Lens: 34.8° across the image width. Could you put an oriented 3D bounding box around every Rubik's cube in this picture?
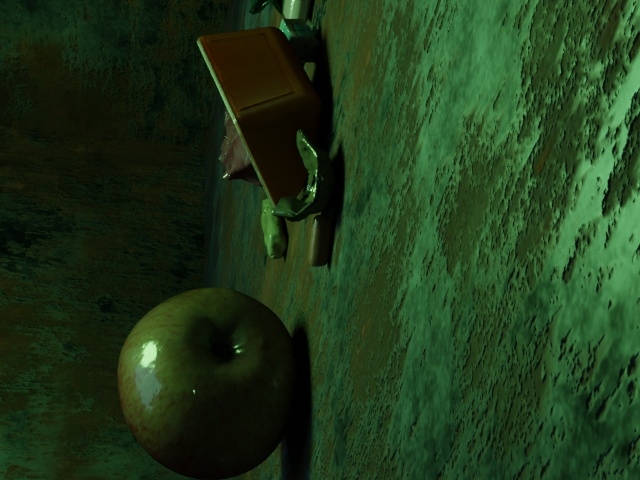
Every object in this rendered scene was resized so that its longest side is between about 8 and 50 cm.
[{"bbox_3d":[-0.038,-0.368,1.896,0.084,0.073,0.075,122,135,-58],"label":"Rubik's cube"}]

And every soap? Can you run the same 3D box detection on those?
[{"bbox_3d":[-0.135,-0.229,2.177,0.325,0.127,0.220,150,124,-76],"label":"soap"}]

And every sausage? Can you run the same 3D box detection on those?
[{"bbox_3d":[0.000,0.000,1.600,0.034,0.034,0.083,-131,46,-75],"label":"sausage"}]

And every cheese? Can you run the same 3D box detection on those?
[{"bbox_3d":[-0.099,-0.026,2.113,0.194,0.043,0.065,-106,25,-61],"label":"cheese"}]

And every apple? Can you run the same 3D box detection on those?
[{"bbox_3d":[-0.184,0.232,1.750,0.269,0.344,0.345,-44,37,41],"label":"apple"}]

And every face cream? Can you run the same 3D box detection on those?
[{"bbox_3d":[-0.036,-0.529,1.983,0.084,0.057,0.198,-105,23,-63],"label":"face cream"}]

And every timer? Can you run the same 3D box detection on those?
[{"bbox_3d":[-0.106,-0.218,1.830,0.250,0.161,0.257,91,158,-50],"label":"timer"}]

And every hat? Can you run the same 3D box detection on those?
[{"bbox_3d":[-0.006,-0.088,1.634,0.175,0.085,0.147,46,-122,-73],"label":"hat"}]

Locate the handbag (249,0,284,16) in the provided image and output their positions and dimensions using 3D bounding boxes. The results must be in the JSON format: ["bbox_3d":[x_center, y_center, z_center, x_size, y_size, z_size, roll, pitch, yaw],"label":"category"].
[{"bbox_3d":[-0.108,-0.689,2.369,0.326,0.089,0.238,-95,15,-47],"label":"handbag"}]
